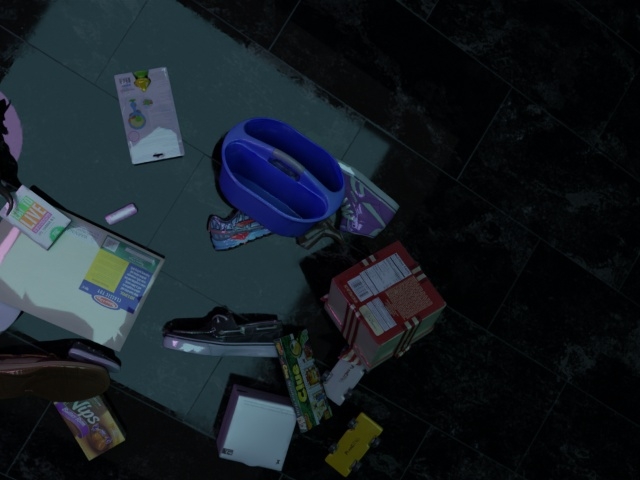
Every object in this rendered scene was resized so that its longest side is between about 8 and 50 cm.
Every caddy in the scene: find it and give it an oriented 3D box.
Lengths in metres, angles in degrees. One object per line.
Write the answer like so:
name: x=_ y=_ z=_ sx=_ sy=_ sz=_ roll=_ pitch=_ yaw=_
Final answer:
caddy: x=-0.101 y=-0.170 z=1.776 sx=0.341 sy=0.179 sz=0.241 roll=34 pitch=61 yaw=-2

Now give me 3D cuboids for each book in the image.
book: x=-0.712 y=-0.057 z=1.707 sx=0.144 sy=0.035 sz=0.096 roll=39 pitch=78 yaw=-12

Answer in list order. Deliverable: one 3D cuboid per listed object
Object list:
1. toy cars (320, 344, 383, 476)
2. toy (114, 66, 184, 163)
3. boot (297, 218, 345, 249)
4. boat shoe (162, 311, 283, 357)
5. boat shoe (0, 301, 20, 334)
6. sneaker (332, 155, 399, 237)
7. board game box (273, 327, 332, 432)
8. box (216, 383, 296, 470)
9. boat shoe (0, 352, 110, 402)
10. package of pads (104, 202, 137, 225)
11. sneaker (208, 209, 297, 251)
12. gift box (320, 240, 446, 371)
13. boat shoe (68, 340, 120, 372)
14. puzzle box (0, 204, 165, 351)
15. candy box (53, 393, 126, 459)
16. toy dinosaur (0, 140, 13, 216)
toy cars: x=0.092 y=0.475 z=1.968 sx=0.177 sy=0.087 sz=0.393 roll=-4 pitch=93 yaw=13
toy: x=-0.447 y=-0.325 z=1.796 sx=0.137 sy=0.056 sz=0.237 roll=-12 pitch=92 yaw=-9
boot: x=0.000 y=0.000 z=1.936 sx=0.114 sy=0.037 sz=0.106 roll=-36 pitch=88 yaw=-12
boat shoe: x=-0.260 y=0.253 z=1.865 sx=0.335 sy=0.121 sz=0.119 roll=5 pitch=85 yaw=-25
boat shoe: x=-0.874 y=0.243 z=1.715 sx=0.108 sy=0.102 sz=0.301 roll=40 pitch=63 yaw=-6
sneaker: x=0.074 y=-0.113 z=1.915 sx=0.282 sy=0.102 sz=0.161 roll=38 pitch=88 yaw=-13
board game box: x=-0.047 y=0.382 z=1.889 sx=0.136 sy=0.030 sz=0.259 roll=-12 pitch=83 yaw=-56
box: x=-0.175 y=0.515 z=1.891 sx=0.181 sy=0.119 sz=0.181 roll=17 pitch=90 yaw=-15
boat shoe: x=-0.707 y=0.331 z=1.747 sx=0.342 sy=0.123 sz=0.123 roll=-2 pitch=119 yaw=-4
package of pads: x=-0.523 y=-0.069 z=1.798 sx=0.083 sy=0.050 sz=0.032 roll=-28 pitch=100 yaw=-11
sneaker: x=-0.178 y=-0.064 z=1.856 sx=0.262 sy=0.104 sz=0.125 roll=-22 pitch=97 yaw=-11
gift box: x=0.145 y=0.185 z=1.847 sx=0.276 sy=0.258 sz=0.255 roll=-25 pitch=68 yaw=-14
boat shoe: x=-0.594 y=0.308 z=1.814 sx=0.142 sy=0.049 sz=0.040 roll=27 pitch=49 yaw=-19
puzzle box: x=-0.643 y=0.084 z=1.756 sx=0.409 sy=0.052 sz=0.272 roll=28 pitch=76 yaw=-14
candy box: x=-0.611 y=0.473 z=1.818 sx=0.109 sy=0.053 sz=0.186 roll=-28 pitch=101 yaw=-10
toy dinosaur: x=-0.820 y=-0.203 z=1.642 sx=0.121 sy=0.160 sz=0.313 roll=-10 pitch=73 yaw=-8
